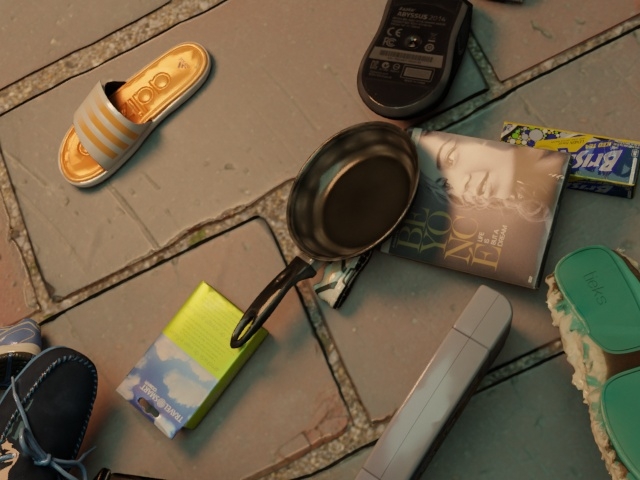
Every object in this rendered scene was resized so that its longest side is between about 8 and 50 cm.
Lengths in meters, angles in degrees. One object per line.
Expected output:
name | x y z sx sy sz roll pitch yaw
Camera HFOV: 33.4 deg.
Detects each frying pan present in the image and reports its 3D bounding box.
frying pan | 0.023 -0.001 1.314 0.197 0.053 0.326 3 67 40

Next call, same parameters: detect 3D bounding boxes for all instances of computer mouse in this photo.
computer mouse | 0.140 -0.255 1.391 0.189 0.072 0.272 17 66 20

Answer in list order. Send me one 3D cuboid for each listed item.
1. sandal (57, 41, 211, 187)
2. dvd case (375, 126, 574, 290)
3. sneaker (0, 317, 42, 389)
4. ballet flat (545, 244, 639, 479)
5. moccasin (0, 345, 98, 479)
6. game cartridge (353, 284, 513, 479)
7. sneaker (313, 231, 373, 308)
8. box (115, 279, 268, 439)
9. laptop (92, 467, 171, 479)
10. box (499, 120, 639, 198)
sandal | -0.269 -0.190 1.465 0.265 0.076 0.102 -44 69 -1
dvd case | 0.182 -0.044 1.296 0.221 0.018 0.164 14 87 34
sneaker | -0.458 0.162 1.420 0.211 0.080 0.081 -13 44 13
ballet flat | 0.337 0.156 1.092 0.147 0.147 0.409 -17 32 9
moccasin | -0.351 0.297 1.285 0.117 0.138 0.342 8 75 61
game cartridge | 0.121 0.194 1.188 0.062 0.198 0.297 33 84 10
sneaker | 0.030 0.030 1.344 0.044 0.040 0.109 31 83 22
box | -0.162 0.153 1.355 0.109 0.042 0.178 36 86 21
laptop | -0.205 0.464 1.108 0.236 0.408 0.382 28 49 -12
box | 0.303 -0.098 1.306 0.169 0.054 0.059 11 77 17
